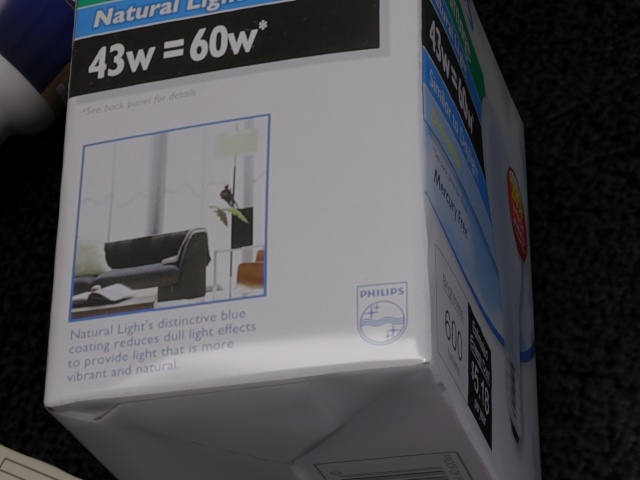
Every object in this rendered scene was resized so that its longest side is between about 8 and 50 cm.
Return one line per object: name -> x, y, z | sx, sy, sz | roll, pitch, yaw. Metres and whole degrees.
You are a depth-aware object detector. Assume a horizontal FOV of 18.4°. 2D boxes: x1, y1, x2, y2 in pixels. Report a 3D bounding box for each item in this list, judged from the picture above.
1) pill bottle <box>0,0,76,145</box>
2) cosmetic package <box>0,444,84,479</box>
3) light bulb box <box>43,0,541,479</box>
pill bottle -> -0.239, -0.180, 1.572 | 0.153, 0.153, 0.265 | 32, 77, 31
cosmetic package -> -0.205, 0.306, 1.299 | 0.153, 0.129, 0.296 | 20, 70, 27
light bulb box -> 0.000, 0.000, 1.260 | 0.225, 0.358, 0.361 | -7, 61, 14
